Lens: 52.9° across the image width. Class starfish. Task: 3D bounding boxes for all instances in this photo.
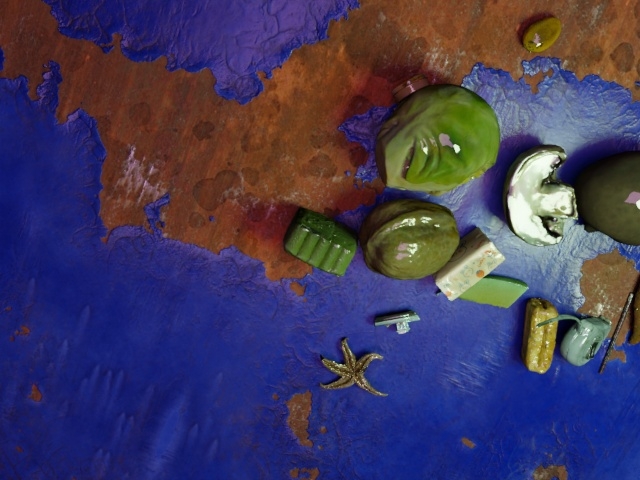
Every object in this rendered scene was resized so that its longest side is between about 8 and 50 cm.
[{"bbox_3d":[0.103,0.412,1.993,0.238,0.057,0.213,40,110,-2],"label":"starfish"}]

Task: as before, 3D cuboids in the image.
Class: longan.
[{"bbox_3d":[0.830,-0.107,1.733,0.300,0.243,0.300,13,132,14],"label":"longan"}]

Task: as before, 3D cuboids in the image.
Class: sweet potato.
[{"bbox_3d":[0.950,0.164,1.876,0.072,0.066,0.315,-4,105,-30],"label":"sweet potato"}]

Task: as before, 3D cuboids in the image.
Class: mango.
[{"bbox_3d":[0.596,-0.556,1.732,0.114,0.057,0.079,-41,94,3],"label":"mango"}]

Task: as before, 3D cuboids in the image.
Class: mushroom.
[{"bbox_3d":[0.591,-0.129,1.779,0.189,0.164,0.267,-14,105,11],"label":"mushroom"}]

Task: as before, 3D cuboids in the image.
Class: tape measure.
[{"bbox_3d":[0.709,0.286,1.819,0.330,0.084,0.164,3,109,-42],"label":"tape measure"}]

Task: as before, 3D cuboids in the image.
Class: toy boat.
[{"bbox_3d":[0.231,0.250,1.941,0.139,0.059,0.066,-12,91,5],"label":"toy boat"}]

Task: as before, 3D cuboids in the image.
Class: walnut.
[{"bbox_3d":[0.246,0.001,1.790,0.282,0.227,0.283,-16,145,-12],"label":"walnut"}]

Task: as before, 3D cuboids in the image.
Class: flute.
[{"bbox_3d":[0.888,0.280,1.933,0.014,0.014,0.270,15,104,0],"label":"flute"}]

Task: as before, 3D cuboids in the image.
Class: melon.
[{"bbox_3d":[0.479,0.151,1.922,0.261,0.053,0.114,2,122,7],"label":"melon"}]

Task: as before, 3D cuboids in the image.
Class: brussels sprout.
[{"bbox_3d":[0.310,-0.252,1.709,0.343,0.268,0.344,-2,118,-3],"label":"brussels sprout"}]

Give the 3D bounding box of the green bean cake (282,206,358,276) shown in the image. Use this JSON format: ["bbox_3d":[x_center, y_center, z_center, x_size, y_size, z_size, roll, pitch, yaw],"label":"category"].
[{"bbox_3d":[0.000,0.000,1.819,0.200,0.214,0.113,25,108,-2],"label":"green bean cake"}]

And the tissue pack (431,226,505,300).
[{"bbox_3d":[0.412,0.065,1.838,0.196,0.148,0.092,-41,105,11],"label":"tissue pack"}]

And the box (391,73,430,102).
[{"bbox_3d":[0.247,-0.415,1.758,0.105,0.105,0.037,-27,90,9],"label":"box"}]

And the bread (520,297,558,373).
[{"bbox_3d":[0.644,0.280,1.899,0.083,0.114,0.211,4,106,0],"label":"bread"}]
